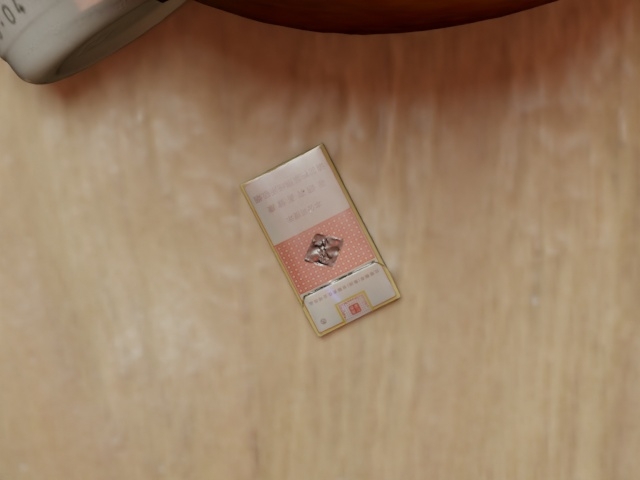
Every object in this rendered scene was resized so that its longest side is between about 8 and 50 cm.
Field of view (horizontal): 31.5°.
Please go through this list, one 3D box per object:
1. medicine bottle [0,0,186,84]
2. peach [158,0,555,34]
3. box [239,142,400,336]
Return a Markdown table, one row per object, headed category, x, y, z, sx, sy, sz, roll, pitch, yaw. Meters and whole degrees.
| category | x | y | z | sx | sy | sz | roll | pitch | yaw |
| --- | --- | --- | --- | --- | --- | --- | --- | --- | --- |
| medicine bottle | -0.129 | -0.160 | 0.485 | 0.105 | 0.105 | 0.168 | -32 | 96 | 5 |
| peach | 0.039 | -0.238 | 0.340 | 0.370 | 0.370 | 0.369 | 0 | 98 | 1 |
| box | 0.000 | 0.000 | 0.548 | 0.046 | 0.012 | 0.083 | -27 | 95 | 4 |
